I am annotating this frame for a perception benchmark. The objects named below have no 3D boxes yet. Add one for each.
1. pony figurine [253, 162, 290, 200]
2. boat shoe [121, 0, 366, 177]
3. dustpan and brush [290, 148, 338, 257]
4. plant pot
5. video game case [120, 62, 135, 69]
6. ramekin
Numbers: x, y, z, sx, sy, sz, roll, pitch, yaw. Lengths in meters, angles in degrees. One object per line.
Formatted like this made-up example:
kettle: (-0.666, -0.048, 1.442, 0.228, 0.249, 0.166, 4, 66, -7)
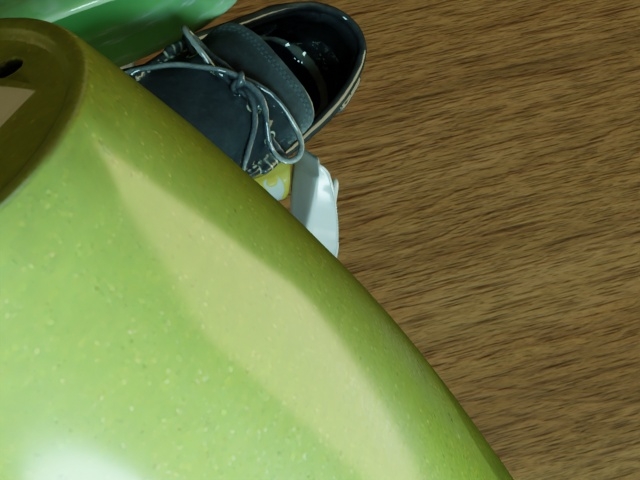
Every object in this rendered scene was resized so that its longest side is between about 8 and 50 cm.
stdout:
pony figurine: (-0.209, 0.033, 1.301, 0.303, 0.363, 0.351, 139, -47, -71)
boat shoe: (-0.103, -0.135, 1.179, 0.156, 0.500, 0.187, -36, -89, 37)
dustpan and brush: (0.000, 0.000, 1.353, 0.147, 0.060, 0.211, -135, -130, -73)
plant pot: (-0.082, 0.076, 0.439, 0.293, 0.275, 0.275, 63, 1, -39)
video game case: (-0.303, -0.243, 1.461, 0.196, 0.026, 0.274, 36, 41, -50)
ramekin: (-0.242, -0.256, 1.113, 0.303, 0.303, 0.148, 163, -94, -81)
